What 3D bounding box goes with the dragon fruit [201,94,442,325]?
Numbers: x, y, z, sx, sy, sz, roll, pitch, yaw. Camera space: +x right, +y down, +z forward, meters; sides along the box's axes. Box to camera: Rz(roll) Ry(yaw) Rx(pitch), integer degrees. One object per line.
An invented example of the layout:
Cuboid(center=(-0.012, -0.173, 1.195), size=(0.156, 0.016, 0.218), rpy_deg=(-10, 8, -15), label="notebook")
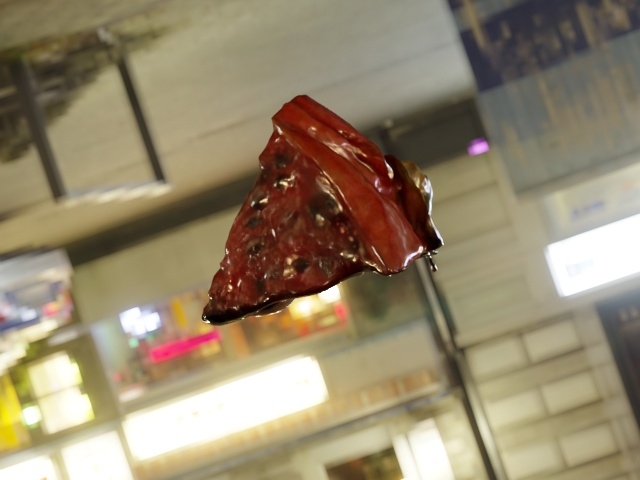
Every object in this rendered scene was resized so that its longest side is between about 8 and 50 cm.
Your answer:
Cuboid(center=(0.019, 0.006, 0.917), size=(0.092, 0.122, 0.192), rpy_deg=(24, -179, 12), label="dragon fruit")
